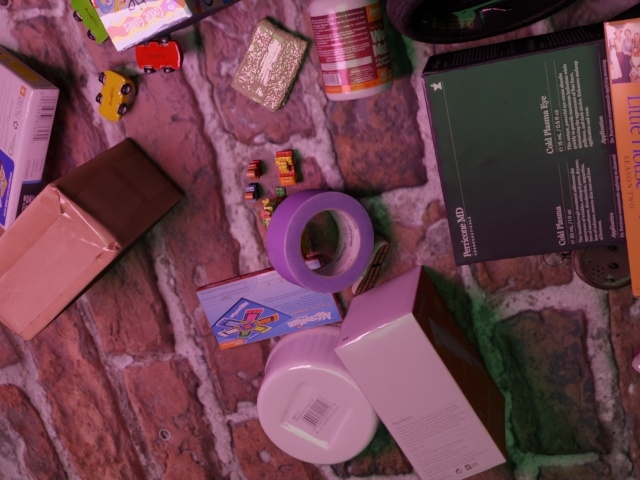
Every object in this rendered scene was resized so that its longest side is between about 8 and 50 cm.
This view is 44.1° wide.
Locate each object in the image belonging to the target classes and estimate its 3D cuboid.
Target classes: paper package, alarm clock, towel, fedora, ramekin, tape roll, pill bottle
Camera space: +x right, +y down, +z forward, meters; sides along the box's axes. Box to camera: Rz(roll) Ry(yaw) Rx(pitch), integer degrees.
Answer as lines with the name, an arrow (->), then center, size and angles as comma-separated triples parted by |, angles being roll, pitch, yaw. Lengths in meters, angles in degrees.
paper package -> -0.456, -0.008, 1.486 | 0.309, 0.325, 0.168 | -41, 99, 23
alarm clock -> 0.502, 0.027, 1.434 | 0.192, 0.064, 0.129 | -4, 111, 17
towel -> -0.093, -0.318, 1.440 | 0.110, 0.027, 0.148 | 28, 115, -1
fedora -> 0.257, -0.436, 1.218 | 0.334, 0.334, 0.152 | -15, 78, 18
ramekin -> 0.003, 0.326, 1.626 | 0.277, 0.135, 0.277 | 5, 113, 11
tape roll -> 0.000, 0.000, 1.465 | 0.189, 0.080, 0.188 | -4, 99, -28
pill bottle -> 0.048, -0.358, 1.341 | 0.121, 0.121, 0.221 | -7, 110, 15

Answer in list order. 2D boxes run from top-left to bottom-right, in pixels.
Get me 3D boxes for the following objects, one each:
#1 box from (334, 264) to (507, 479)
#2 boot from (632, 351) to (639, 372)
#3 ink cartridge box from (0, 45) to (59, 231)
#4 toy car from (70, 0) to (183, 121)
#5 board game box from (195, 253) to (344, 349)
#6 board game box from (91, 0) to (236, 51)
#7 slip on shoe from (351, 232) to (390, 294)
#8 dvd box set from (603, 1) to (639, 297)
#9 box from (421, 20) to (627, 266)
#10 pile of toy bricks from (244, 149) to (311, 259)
box -> 0.201, 0.259, 1.511 | 0.168, 0.215, 0.345 | -28, 104, 21
boot -> 0.716, 0.267, 1.476 | 0.258, 0.095, 0.123 | 37, 121, 5
ink cartridge box -> -0.646, -0.221, 1.557 | 0.307, 0.072, 0.303 | 37, 121, 32
toy car -> -0.373, -0.365, 1.462 | 0.239, 0.053, 0.225 | -31, 96, 33
board game box -> -0.105, 0.130, 1.628 | 0.282, 0.027, 0.145 | -15, 106, 18
board game box -> -0.252, -0.422, 1.296 | 0.144, 0.275, 0.142 | -20, 106, 19
slip on shoe -> 0.091, 0.047, 1.545 | 0.041, 0.052, 0.135 | 48, 131, 35
dvd box set -> 0.540, -0.162, 1.217 | 0.062, 0.308, 0.420 | 3, 115, 40
box -> 0.356, -0.160, 1.322 | 0.313, 0.179, 0.343 | -8, 110, 15
pile of toy bricks -> -0.086, -0.056, 1.504 | 0.118, 0.105, 0.212 | -4, 111, 14
